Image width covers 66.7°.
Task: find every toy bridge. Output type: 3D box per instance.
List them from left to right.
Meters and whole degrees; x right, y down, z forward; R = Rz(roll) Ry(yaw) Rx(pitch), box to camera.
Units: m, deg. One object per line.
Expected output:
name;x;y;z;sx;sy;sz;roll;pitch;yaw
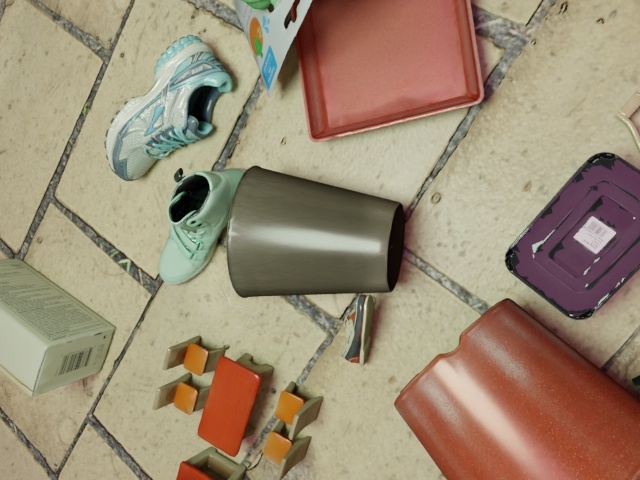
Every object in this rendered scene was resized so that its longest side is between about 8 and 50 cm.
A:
toy bridge;0.440;-0.099;0.586;0.188;0.026;0.063;42;109;16

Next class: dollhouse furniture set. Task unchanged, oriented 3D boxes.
dollhouse furniture set;-0.165;0.320;0.800;0.262;0.135;0.259;21;100;21

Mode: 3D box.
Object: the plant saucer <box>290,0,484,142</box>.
plant saucer;0.091;-0.293;0.713;0.259;0.048;0.259;-9;90;23

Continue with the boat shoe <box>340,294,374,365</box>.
boat shoe;0.053;0.133;0.727;0.043;0.049;0.137;16;130;19

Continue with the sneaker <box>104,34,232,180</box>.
sneaker;-0.260;-0.203;0.833;0.122;0.110;0.283;43;107;12

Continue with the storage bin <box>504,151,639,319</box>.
storage bin;0.332;-0.005;0.605;0.122;0.084;0.180;41;108;16

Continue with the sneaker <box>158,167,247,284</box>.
sneaker;-0.228;-0.021;0.803;0.094;0.151;0.256;44;109;14

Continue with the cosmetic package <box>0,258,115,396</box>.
cosmetic package;-0.583;0.157;0.957;0.309;0.160;0.113;27;103;20

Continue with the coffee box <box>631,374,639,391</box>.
coffee box;0.484;0.220;0.574;0.113;0.040;0.184;-38;78;20

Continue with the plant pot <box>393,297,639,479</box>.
plant pot;0.246;0.229;0.570;0.265;0.272;0.272;47;108;23

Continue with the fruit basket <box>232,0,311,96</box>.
fruit basket;-0.096;-0.433;0.654;0.327;0.166;0.353;137;121;-62

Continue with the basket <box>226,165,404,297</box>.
basket;0.000;0.000;0.713;0.227;0.154;0.204;7;94;19
